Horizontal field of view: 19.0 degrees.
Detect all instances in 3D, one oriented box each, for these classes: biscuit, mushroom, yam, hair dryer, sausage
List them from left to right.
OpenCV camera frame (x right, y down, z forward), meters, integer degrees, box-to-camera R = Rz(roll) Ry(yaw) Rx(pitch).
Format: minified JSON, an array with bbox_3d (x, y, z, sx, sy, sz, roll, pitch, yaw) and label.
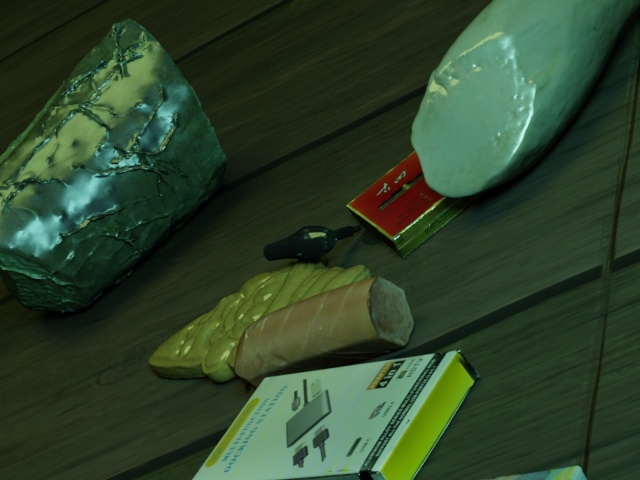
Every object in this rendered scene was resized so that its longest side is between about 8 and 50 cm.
[{"bbox_3d":[-0.239,-0.059,2.011,0.271,0.202,0.201,-37,57,-13],"label":"yam"},{"bbox_3d":[-0.060,0.071,1.700,0.250,0.035,0.162,-25,20,32],"label":"biscuit"},{"bbox_3d":[-0.007,0.081,1.556,0.169,0.065,0.065,-21,27,35],"label":"sausage"},{"bbox_3d":[0.000,0.000,1.717,0.079,0.031,0.083,-12,1,44],"label":"hair dryer"},{"bbox_3d":[0.200,-0.169,1.665,0.350,0.128,0.128,-44,22,-27],"label":"mushroom"}]

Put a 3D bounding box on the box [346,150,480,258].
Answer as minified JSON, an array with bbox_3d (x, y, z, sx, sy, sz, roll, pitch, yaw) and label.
[{"bbox_3d":[0.082,-0.035,1.703,0.090,0.023,0.133,-36,22,-4],"label":"box"}]

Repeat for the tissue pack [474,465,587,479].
[{"bbox_3d":[0.094,0.199,1.156,0.148,0.060,0.108,-15,30,46],"label":"tissue pack"}]

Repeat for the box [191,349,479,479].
[{"bbox_3d":[-0.004,0.148,1.446,0.247,0.033,0.129,-13,33,46],"label":"box"}]
